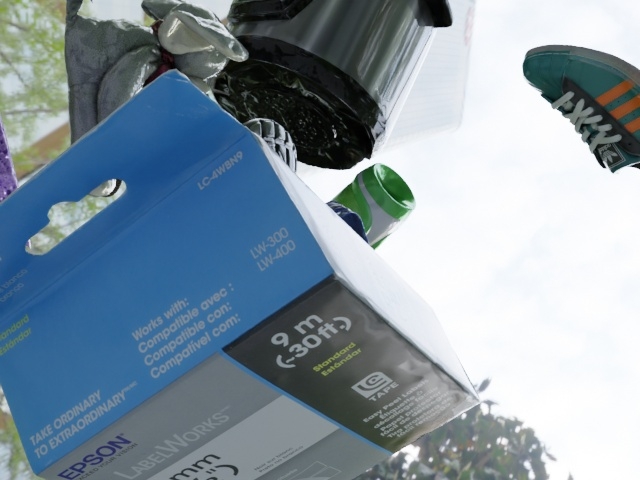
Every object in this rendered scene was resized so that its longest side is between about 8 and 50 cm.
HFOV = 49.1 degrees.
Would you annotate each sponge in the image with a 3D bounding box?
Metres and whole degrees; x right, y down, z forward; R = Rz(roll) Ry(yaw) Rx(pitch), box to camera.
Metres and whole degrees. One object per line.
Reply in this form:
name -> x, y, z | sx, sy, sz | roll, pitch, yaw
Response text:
sponge -> -0.374, -0.099, 0.807 | 0.117, 0.031, 0.210 | 102, -33, -47

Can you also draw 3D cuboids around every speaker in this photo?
speaker -> 0.036, -0.011, 1.307 | 0.296, 0.131, 0.131 | -41, -97, 30

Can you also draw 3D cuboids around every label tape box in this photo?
label tape box -> -0.072, 0.082, 0.501 | 0.249, 0.348, 0.115 | -35, -132, 13

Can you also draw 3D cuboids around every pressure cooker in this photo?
pressure cooker -> 0.020, -0.394, 1.340 | 0.370, 0.375, 0.420 | 28, -108, -7

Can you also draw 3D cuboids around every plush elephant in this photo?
plush elephant -> -0.247, -0.265, 1.070 | 0.255, 0.272, 0.330 | -1, -58, -12

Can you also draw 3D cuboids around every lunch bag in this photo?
lunch bag -> 0.000, 0.000, 0.845 | 0.065, 0.098, 0.067 | 34, -34, 58

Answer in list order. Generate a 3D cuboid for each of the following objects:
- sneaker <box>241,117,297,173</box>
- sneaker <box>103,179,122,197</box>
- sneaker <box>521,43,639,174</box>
sneaker -> -0.123, -0.095, 0.822 | 0.106, 0.267, 0.101 | 1, -87, 31
sneaker -> -0.402, -0.178, 1.391 | 0.188, 0.066, 0.071 | -52, -128, 12
sneaker -> 0.411, -0.167, 0.982 | 0.302, 0.108, 0.121 | 25, -100, -4
